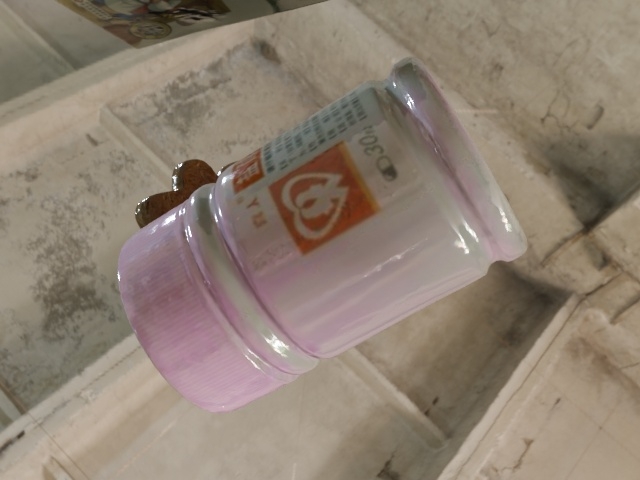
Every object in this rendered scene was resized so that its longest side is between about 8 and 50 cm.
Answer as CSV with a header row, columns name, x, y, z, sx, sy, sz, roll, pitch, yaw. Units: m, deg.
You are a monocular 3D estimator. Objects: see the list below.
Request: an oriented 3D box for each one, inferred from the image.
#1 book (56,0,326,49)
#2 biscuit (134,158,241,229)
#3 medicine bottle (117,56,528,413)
name,x,y,z,sx,sy,sz,roll,pitch,yaw
book,-0.097,-0.233,0.555,0.264,0.202,0.027,-9,-97,16
biscuit,-0.116,-0.024,0.837,0.236,0.039,0.179,-24,-93,-43
medicine bottle,0.000,0.000,0.606,0.316,0.202,0.202,-30,-110,11
